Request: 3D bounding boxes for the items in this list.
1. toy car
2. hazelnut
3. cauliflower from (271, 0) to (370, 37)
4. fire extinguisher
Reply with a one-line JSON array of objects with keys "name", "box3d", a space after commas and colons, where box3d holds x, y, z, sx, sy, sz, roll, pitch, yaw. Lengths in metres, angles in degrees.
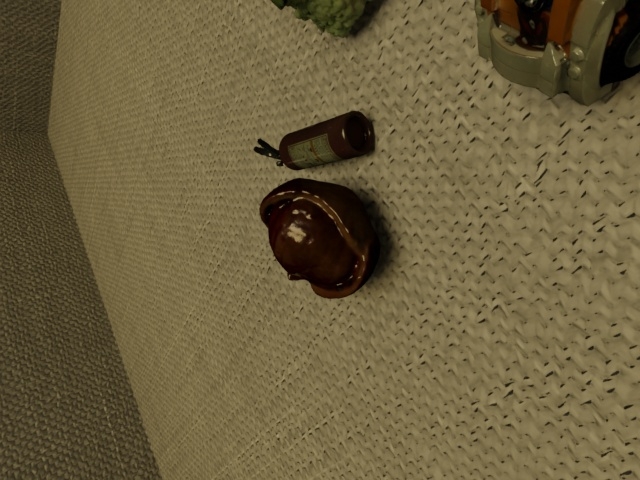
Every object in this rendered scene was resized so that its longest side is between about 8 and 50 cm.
[{"name": "toy car", "box3d": [0.195, -0.263, 0.352, 0.118, 0.301, 0.193, -36, 53, 5]}, {"name": "hazelnut", "box3d": [0.003, -0.005, 0.666, 0.201, 0.161, 0.170, 57, 158, 20]}, {"name": "cauliflower", "box3d": [-0.033, -0.446, 0.634, 0.315, 0.257, 0.238, -120, 34, -65]}, {"name": "fire extinguisher", "box3d": [-0.025, -0.169, 0.725, 0.231, 0.099, 0.071, -1, 73, 46]}]
